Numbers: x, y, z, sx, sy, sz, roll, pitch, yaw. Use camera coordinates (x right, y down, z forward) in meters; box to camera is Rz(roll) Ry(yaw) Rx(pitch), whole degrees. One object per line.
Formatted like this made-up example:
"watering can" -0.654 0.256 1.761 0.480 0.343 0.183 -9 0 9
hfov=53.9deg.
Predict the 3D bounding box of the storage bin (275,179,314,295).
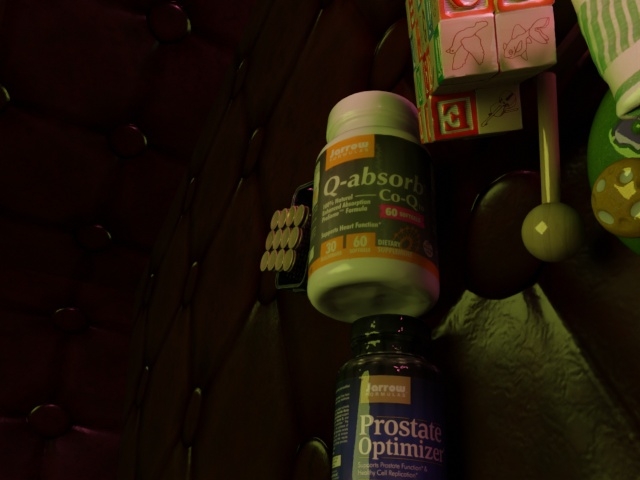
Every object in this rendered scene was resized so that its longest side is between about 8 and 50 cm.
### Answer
"storage bin" 0.000 0.000 1.034 0.122 0.084 0.180 -13 64 63

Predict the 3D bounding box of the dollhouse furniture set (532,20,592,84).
"dollhouse furniture set" 0.225 -0.250 0.619 0.151 0.144 0.123 48 127 21

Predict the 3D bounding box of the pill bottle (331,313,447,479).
"pill bottle" 0.075 0.198 0.684 0.123 0.122 0.219 -39 41 53

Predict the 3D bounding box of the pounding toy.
"pounding toy" 0.227 -0.061 0.450 0.236 0.110 0.183 1 94 56

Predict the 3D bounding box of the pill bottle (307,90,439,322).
"pill bottle" 0.068 -0.045 0.813 0.162 0.162 0.279 -41 40 52

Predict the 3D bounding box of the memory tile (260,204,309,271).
"memory tile" -0.061 -0.002 1.050 0.148 0.012 0.113 -6 70 66

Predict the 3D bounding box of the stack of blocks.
"stack of blocks" 0.142 -0.186 0.609 0.297 0.087 0.171 -55 -42 -82

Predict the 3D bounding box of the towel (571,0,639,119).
"towel" 0.247 -0.246 0.382 0.248 0.038 0.325 -40 37 42
